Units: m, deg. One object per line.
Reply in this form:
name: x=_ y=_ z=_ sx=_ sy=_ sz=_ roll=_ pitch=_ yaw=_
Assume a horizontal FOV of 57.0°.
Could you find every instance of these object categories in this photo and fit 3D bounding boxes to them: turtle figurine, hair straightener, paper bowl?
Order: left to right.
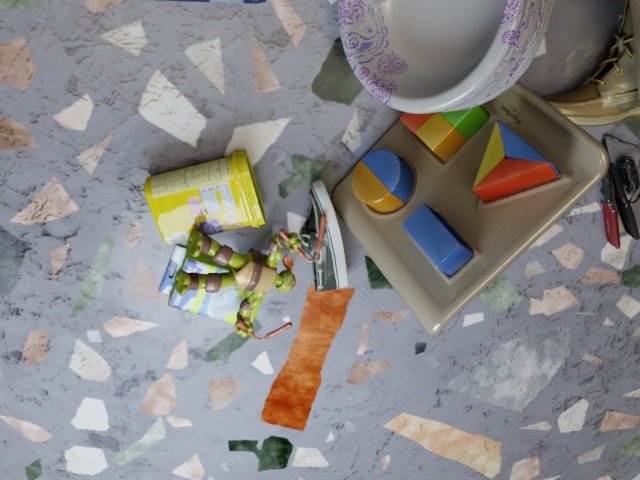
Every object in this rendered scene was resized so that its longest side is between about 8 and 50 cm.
turtle figurine: x=-0.118 y=0.044 z=0.985 sx=0.217 sy=0.087 sz=0.270 roll=15 pitch=118 yaw=-29
paper bowl: x=0.172 y=-0.319 z=0.794 sx=0.148 sy=0.284 sz=0.284 roll=-15 pitch=126 yaw=-43
hair straightener: x=0.562 y=-0.097 z=1.090 sx=0.089 sy=0.047 sz=0.231 roll=-23 pitch=114 yaw=3

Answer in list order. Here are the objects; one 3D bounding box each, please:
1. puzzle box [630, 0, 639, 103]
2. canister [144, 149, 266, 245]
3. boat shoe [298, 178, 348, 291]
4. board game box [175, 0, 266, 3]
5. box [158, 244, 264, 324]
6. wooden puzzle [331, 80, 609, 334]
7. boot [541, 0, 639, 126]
puzzle box: x=0.629 y=-0.394 z=0.872 sx=0.408 sy=0.052 sz=0.272 roll=-30 pitch=120 yaw=-12
canister: x=-0.187 y=-0.067 z=0.967 sx=0.169 sy=0.073 sz=0.126 roll=-14 pitch=119 yaw=0
boat shoe: x=0.000 y=0.000 z=1.028 sx=0.070 sy=0.078 sz=0.219 roll=-13 pitch=120 yaw=-3
board game box: x=-0.168 y=-0.384 z=0.768 sx=0.201 sy=0.035 sz=0.136 roll=11 pitch=120 yaw=22
box: x=-0.192 y=0.085 z=1.062 sx=0.178 sy=0.042 sz=0.109 roll=19 pitch=113 yaw=-18
wooden puzzle: x=0.181 y=-0.089 z=0.876 sx=0.080 sy=0.322 sz=0.348 roll=19 pitch=118 yaw=-47
boot: x=0.474 y=-0.294 z=0.938 sx=0.261 sy=0.095 sz=0.204 roll=-10 pitch=119 yaw=-6
